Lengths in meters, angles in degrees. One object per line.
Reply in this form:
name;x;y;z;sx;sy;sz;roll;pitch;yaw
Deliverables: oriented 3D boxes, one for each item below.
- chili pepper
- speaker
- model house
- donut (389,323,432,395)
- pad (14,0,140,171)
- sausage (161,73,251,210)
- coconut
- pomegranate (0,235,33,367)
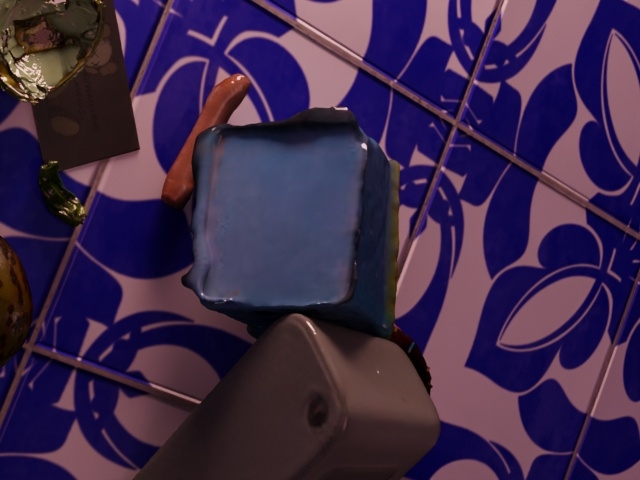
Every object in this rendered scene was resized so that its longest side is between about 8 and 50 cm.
chili pepper;-0.299;-0.051;1.566;0.091;0.034;0.030;63;28;-28
speaker;-0.052;0.275;1.617;0.184;0.183;0.406;13;129;-44
model house;0.000;0.000;1.666;0.303;0.215;0.237;36;54;-60
donut;0.057;0.213;1.854;0.235;0.089;0.235;-9;105;-35
pad;-0.278;-0.181;1.570;0.127;0.004;0.190;-20;111;-34
sausage;-0.142;-0.123;1.662;0.043;0.043;0.186;35;77;-37
coconut;-0.318;-0.218;1.494;0.158;0.055;0.133;3;98;-37
pomegranate;-0.408;0.046;1.419;0.198;0.246;0.198;-24;148;-16
